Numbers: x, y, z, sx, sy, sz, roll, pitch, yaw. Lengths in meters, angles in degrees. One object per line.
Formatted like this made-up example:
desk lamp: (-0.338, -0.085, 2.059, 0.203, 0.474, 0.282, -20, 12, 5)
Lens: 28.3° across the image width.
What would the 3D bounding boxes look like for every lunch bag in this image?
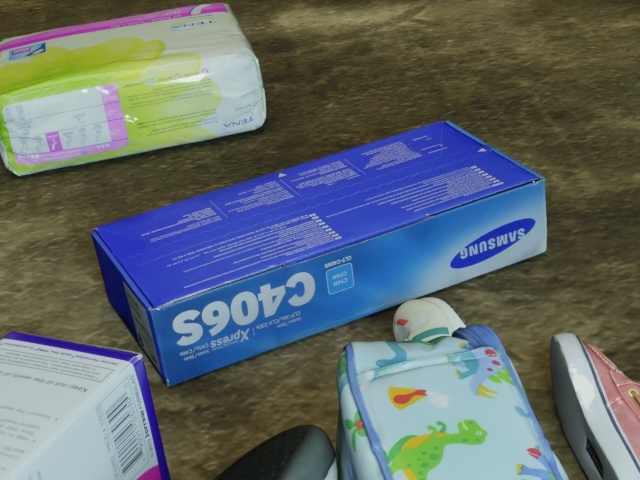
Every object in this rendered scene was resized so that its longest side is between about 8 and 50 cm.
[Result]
lunch bag: (0.064, 0.157, 0.582, 0.090, 0.176, 0.219, -6, 29, -8)

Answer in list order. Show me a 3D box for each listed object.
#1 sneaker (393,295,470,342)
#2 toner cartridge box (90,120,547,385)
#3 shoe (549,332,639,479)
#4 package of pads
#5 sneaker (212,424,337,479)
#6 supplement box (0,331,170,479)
sneaker: (0.072, 0.091, 0.894, 0.075, 0.057, 0.161, -11, 30, -18)
toner cartridge box: (0.000, 0.000, 1.068, 0.348, 0.075, 0.165, -18, 30, -18)
shoe: (0.206, 0.118, 0.809, 0.081, 0.063, 0.178, -8, 33, -4)
package of pads: (-0.220, -0.178, 1.434, 0.296, 0.101, 0.229, -12, 27, -7)
sneaker: (-0.033, 0.222, 0.564, 0.090, 0.145, 0.270, -28, 21, 46)
supplement box: (-0.202, 0.164, 0.770, 0.114, 0.111, 0.220, 7, 30, 26)
